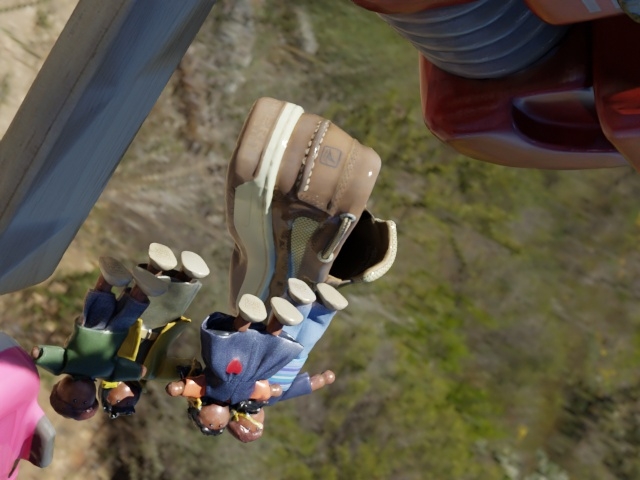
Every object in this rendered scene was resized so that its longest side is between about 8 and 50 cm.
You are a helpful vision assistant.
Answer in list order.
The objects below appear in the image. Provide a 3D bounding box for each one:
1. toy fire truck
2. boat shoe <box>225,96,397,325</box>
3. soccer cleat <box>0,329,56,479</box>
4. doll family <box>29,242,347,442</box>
[{"bbox_3d":[0.030,-0.062,0.398,0.217,0.246,0.158,26,60,-63],"label":"toy fire truck"},{"bbox_3d":[-0.002,0.007,0.904,0.257,0.095,0.095,88,19,-70],"label":"boat shoe"},{"bbox_3d":[-0.218,0.140,0.536,0.331,0.143,0.116,-58,171,27],"label":"soccer cleat"},{"bbox_3d":[-0.070,0.067,0.818,0.193,0.076,0.111,16,113,-22],"label":"doll family"}]
